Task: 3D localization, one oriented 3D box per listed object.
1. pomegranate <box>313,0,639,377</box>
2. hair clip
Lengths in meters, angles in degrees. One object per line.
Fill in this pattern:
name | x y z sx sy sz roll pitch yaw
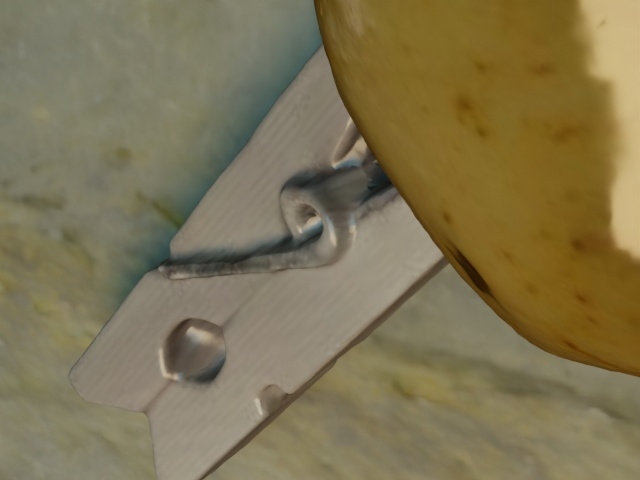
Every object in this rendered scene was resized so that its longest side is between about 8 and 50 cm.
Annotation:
pomegranate | 0.141 -0.104 0.387 0.342 0.342 0.343 13 120 25
hair clip | 0.002 -0.002 0.687 0.101 0.085 0.331 47 134 5
